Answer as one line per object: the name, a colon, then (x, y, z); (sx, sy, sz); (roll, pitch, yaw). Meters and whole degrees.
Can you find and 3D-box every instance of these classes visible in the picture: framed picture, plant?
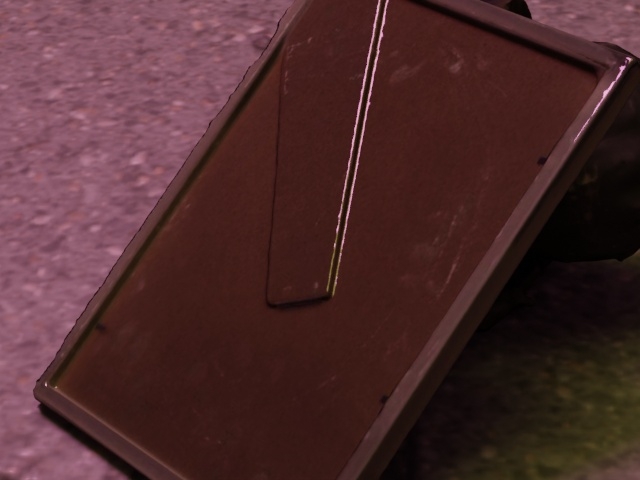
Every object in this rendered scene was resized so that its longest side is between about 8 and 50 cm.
framed picture: (0.000, 0.000, 0.916); (0.213, 0.016, 0.289); (28, 81, 41)
plant: (0.074, -0.043, 1.028); (0.256, 0.164, 0.142); (-4, 23, 28)
